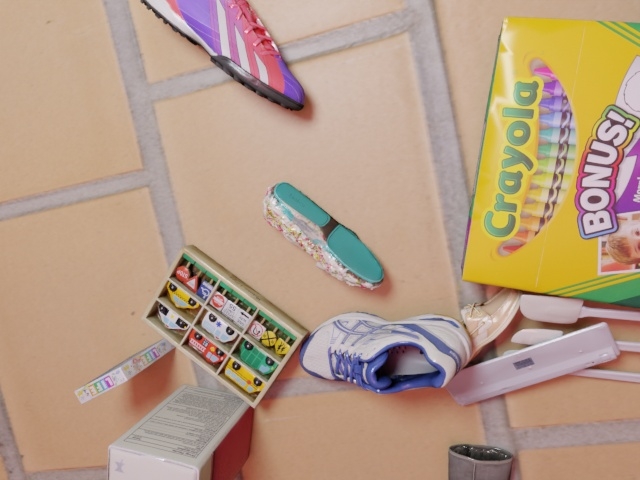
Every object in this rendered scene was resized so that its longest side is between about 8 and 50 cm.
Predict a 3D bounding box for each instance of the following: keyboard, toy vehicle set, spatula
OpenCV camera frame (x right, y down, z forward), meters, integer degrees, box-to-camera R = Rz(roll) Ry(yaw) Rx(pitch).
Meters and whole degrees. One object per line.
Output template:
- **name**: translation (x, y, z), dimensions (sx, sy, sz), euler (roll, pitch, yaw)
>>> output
- **keyboard**: translation (0.314, 0.193, 0.770), dimensions (0.256, 0.014, 0.072), euler (-26, 112, 22)
- **toy vehicle set**: translation (-0.173, 0.149, 0.891), dimensions (0.267, 0.035, 0.165), euler (35, 105, 10)
- **spatula**: translation (0.406, 0.154, 0.751), dimensions (0.242, 0.019, 0.168), euler (4, 121, 6)

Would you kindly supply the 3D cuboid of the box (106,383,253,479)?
- **box**: translation (-0.223, 0.356, 0.843), dimensions (0.149, 0.232, 0.126), euler (8, 100, 12)

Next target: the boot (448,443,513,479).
- **boot**: translation (0.221, 0.445, 0.836), dimensions (0.190, 0.076, 0.208), euler (-3, 105, -1)

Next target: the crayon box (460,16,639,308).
- **crayon box**: translation (0.381, -0.101, 0.697), dimensions (0.314, 0.106, 0.362), euler (8, 100, 12)

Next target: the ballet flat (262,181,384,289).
- **ballet flat**: translation (0.000, 0.000, 0.826), dimensions (0.241, 0.091, 0.077), euler (44, 136, 8)

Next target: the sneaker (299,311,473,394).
- **sneaker**: translation (0.075, 0.176, 0.779), dimensions (0.297, 0.131, 0.111), euler (-15, 96, 31)

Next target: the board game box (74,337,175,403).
- **board game box**: translation (-0.340, 0.225, 0.890), dimensions (0.104, 0.154, 0.026), euler (-29, 91, 16)

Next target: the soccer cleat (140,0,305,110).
- **soccer cleat**: translation (-0.135, -0.327, 0.786), dimensions (0.318, 0.109, 0.116), euler (40, 101, 7)

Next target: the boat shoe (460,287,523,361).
- **boat shoe**: translation (0.242, 0.130, 0.788), dimensions (0.059, 0.063, 0.170), euler (37, 106, -1)
